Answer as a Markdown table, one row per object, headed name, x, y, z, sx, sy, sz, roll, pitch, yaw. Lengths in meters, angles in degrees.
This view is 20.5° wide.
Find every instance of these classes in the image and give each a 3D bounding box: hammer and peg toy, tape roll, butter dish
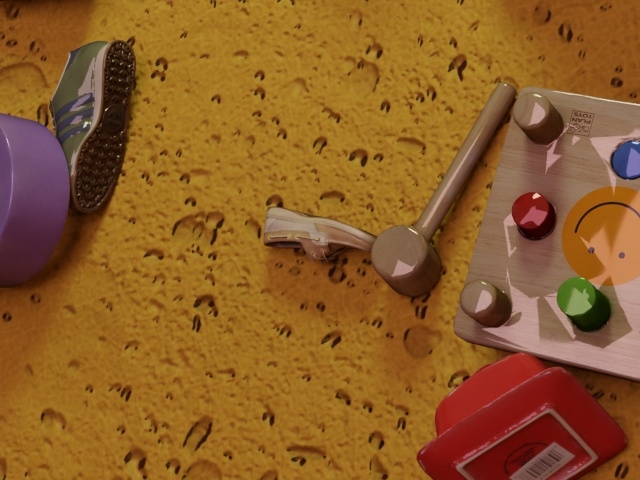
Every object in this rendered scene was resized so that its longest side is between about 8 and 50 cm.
| name | x | y | z | sx | sy | sz | roll | pitch | yaw |
| --- | --- | --- | --- | --- | --- | --- | --- | --- | --- |
| hammer and peg toy | 0.223 | -0.021 | 1.648 | 0.361 | 0.127 | 0.266 | 13 | 81 | 26 |
| tape roll | -0.361 | -0.045 | 1.912 | 0.189 | 0.080 | 0.189 | -9 | 76 | 42 |
| butter dish | 0.172 | 0.162 | 1.625 | 0.160 | 0.160 | 0.118 | -35 | 42 | 11 |

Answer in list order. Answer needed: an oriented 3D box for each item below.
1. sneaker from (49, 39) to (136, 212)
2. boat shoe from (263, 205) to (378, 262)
| name | x | y | z | sx | sy | sz | roll | pitch | yaw |
| --- | --- | --- | --- | --- | --- | --- | --- | --- | --- |
| sneaker | -0.260 | -0.126 | 1.937 | 0.086 | 0.064 | 0.192 | 7 | 83 | 41 |
| boat shoe | 0.000 | 0.000 | 1.790 | 0.135 | 0.050 | 0.045 | 13 | 84 | 37 |
